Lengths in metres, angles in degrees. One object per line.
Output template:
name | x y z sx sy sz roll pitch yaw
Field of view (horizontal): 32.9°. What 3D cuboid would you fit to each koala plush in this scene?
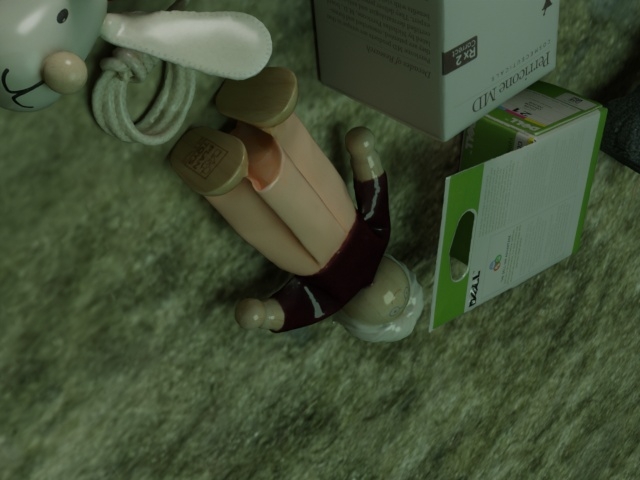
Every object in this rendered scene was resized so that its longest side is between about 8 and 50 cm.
koala plush | 0.454 -0.176 1.311 0.203 0.196 0.221 20 102 -43

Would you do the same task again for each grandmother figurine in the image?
grandmother figurine | 0.000 0.000 0.975 0.208 0.104 0.342 -47 140 -2

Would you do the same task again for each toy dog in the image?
toy dog | -0.065 -0.200 0.708 0.220 0.161 0.334 26 93 -53

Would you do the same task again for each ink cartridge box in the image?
ink cartridge box | 0.179 -0.043 1.153 0.255 0.097 0.189 -23 131 -36

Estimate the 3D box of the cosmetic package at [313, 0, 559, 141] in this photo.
cosmetic package | 0.095 -0.212 0.892 0.151 0.151 0.184 -34 136 -29
